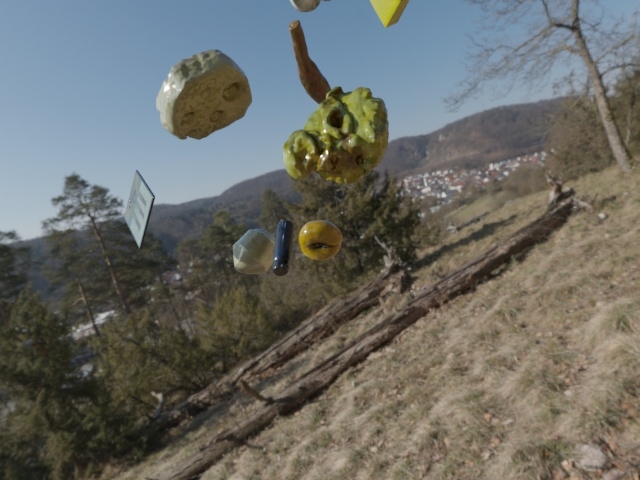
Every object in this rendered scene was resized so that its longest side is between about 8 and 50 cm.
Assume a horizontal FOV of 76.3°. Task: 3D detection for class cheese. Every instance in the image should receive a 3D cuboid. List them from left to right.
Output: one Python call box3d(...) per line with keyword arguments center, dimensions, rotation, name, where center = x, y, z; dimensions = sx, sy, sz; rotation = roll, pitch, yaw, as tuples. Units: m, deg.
box3d(center=(-0.373, -0.465, 1.339), dimensions=(0.318, 0.115, 0.326), rotation=(-45, -18, 24), name="cheese")

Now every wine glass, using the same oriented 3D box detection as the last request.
box3d(center=(-0.028, -1.039, 1.668), dimensions=(0.165, 0.164, 0.197), rotation=(-17, 24, -25), name="wine glass")

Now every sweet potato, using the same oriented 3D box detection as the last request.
box3d(center=(-0.049, -0.705, 1.686), dimensions=(0.109, 0.385, 0.109), rotation=(-16, 47, 19), name="sweet potato")

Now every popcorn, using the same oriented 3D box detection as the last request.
box3d(center=(0.060, -0.248, 1.016), dimensions=(0.225, 0.173, 0.286), rotation=(30, 69, 30), name="popcorn")

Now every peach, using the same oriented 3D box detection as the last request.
box3d(center=(0.000, 0.000, 1.607), dimensions=(0.180, 0.179, 0.103), rotation=(-14, 38, 14), name="peach")

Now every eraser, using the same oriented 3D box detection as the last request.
box3d(center=(0.180, -0.632, 1.053), dimensions=(0.045, 0.097, 0.122), rotation=(-29, 1, -10), name="eraser")

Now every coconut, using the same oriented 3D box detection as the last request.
box3d(center=(-0.311, 0.062, 1.911), dimensions=(0.222, 0.202, 0.202), rotation=(-52, 21, -21), name="coconut")

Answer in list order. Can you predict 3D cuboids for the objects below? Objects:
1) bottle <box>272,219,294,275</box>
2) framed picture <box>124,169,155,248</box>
box3d(center=(-0.155, 0.031, 1.677), dimensions=(0.072, 0.244, 0.082), rotation=(26, -43, -27), name="bottle")
box3d(center=(-0.790, -0.142, 1.768), dimensions=(0.013, 0.243, 0.324), rotation=(7, 22, -39), name="framed picture")
